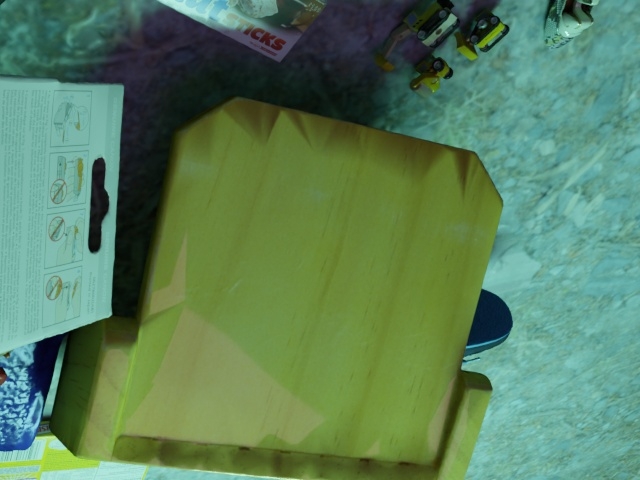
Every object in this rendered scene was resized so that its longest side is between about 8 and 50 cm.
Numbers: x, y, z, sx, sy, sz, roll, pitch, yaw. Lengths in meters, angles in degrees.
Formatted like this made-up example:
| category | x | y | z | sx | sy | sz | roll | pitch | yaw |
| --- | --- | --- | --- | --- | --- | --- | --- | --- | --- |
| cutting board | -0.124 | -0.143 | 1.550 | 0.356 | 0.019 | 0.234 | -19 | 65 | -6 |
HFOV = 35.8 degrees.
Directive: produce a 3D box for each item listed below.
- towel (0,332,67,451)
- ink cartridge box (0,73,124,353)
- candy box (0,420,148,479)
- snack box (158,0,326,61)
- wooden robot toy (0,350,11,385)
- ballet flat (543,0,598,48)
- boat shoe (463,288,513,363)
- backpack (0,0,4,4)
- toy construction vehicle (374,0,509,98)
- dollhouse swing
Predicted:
| category | x | y | z | sx | sy | sz | roll | pitch | yaw |
| --- | --- | --- | --- | --- | --- | --- | --- | --- | --- |
| towel | -0.381 | 0.091 | 0.866 | 0.308 | 0.076 | 0.228 | 7 | 123 | -32 |
| ink cartridge box | -0.212 | -0.018 | 0.636 | 0.224 | 0.056 | 0.181 | -21 | 119 | -68 |
| candy box | -0.284 | 0.237 | 1.099 | 0.206 | 0.027 | 0.105 | 2 | 135 | -29 |
| snack box | -0.080 | -0.196 | 0.748 | 0.178 | 0.022 | 0.064 | 20 | 123 | -41 |
| wooden robot toy | -0.279 | 0.096 | 0.820 | 0.173 | 0.076 | 0.079 | -43 | 167 | 24 |
| ballet flat | 0.230 | -0.212 | 0.882 | 0.041 | 0.041 | 0.114 | -8 | 137 | -21 |
| boat shoe | 0.082 | 0.103 | 1.112 | 0.258 | 0.109 | 0.089 | -2 | 144 | -3 |
| backpack | -0.253 | -0.209 | 0.532 | 0.144 | 0.166 | 0.188 | -43 | 141 | 15 |
| toy construction vehicle | 0.104 | -0.174 | 0.866 | 0.098 | 0.035 | 0.086 | -43 | 148 | 22 |
| dollhouse swing | -0.043 | 0.060 | 0.928 | 0.346 | 0.305 | 0.315 | 10 | 173 | -20 |
